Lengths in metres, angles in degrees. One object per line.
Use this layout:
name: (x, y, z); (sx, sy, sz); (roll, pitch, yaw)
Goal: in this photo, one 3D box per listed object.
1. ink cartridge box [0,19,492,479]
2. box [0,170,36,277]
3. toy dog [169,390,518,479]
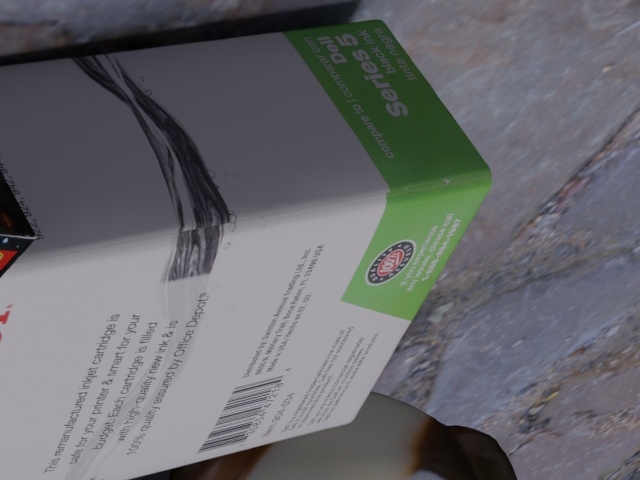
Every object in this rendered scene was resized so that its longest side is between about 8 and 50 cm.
ink cartridge box: (-0.088, 0.016, 0.824); (0.273, 0.115, 0.198); (-11, 145, -33)
box: (-0.214, 0.012, 0.630); (0.233, 0.159, 0.044); (-44, 152, 24)
toy dog: (-0.004, 0.288, 1.205); (0.395, 0.284, 0.408); (-75, -178, -57)
